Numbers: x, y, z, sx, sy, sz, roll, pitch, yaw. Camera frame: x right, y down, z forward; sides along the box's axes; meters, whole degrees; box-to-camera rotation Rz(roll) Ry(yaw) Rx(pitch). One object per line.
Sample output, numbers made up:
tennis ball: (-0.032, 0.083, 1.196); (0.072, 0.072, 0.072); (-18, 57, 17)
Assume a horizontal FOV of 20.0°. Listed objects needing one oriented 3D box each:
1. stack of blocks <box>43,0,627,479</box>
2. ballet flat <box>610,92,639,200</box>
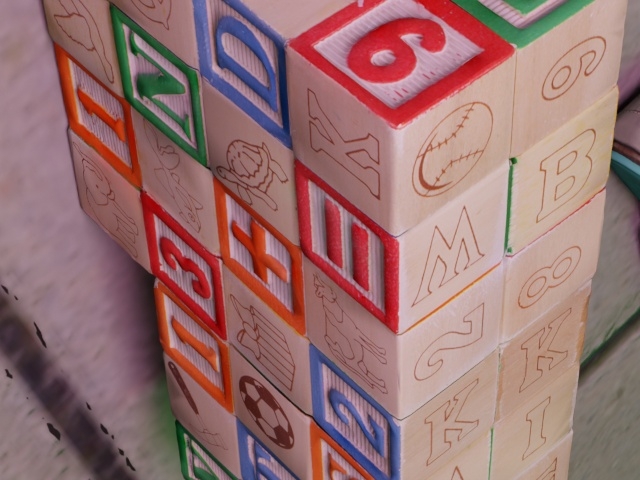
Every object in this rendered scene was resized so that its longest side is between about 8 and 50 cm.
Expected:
stack of blocks: (0.000, 0.000, 0.612); (0.087, 0.171, 0.297); (-34, 146, -24)
ballet flat: (0.201, -0.018, 0.939); (0.068, 0.072, 0.213); (-51, 148, -8)
